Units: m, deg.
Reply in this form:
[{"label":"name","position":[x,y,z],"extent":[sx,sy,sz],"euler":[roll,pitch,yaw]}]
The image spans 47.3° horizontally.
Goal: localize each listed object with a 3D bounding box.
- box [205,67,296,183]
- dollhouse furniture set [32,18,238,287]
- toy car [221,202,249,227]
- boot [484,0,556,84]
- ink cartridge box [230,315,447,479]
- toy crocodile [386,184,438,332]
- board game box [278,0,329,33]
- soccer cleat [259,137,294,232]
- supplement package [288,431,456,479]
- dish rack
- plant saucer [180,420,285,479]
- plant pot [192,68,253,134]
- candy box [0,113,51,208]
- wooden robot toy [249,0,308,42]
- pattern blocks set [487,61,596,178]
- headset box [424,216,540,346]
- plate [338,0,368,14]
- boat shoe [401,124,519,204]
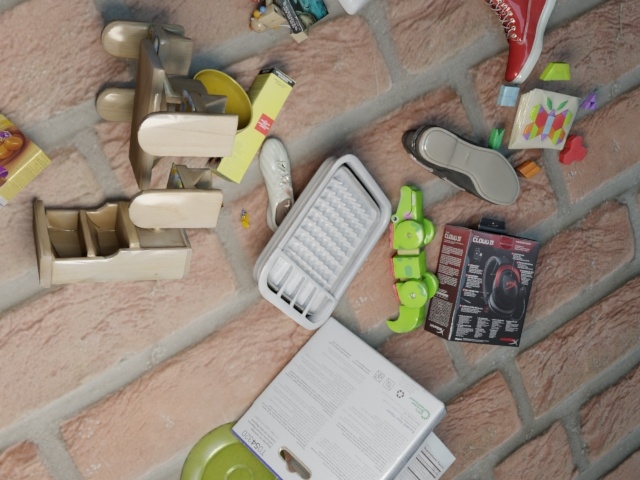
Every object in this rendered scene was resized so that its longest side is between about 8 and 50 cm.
[{"label":"box","position":[-0.140,-0.228,1.448],"extent":[0.058,0.087,0.232],"euler":[32,83,-27]},{"label":"dollhouse furniture set","position":[-0.339,-0.132,1.230],"extent":[0.256,0.362,0.394],"euler":[-2,127,-26]},{"label":"toy car","position":[-0.201,-0.064,1.483],"extent":[0.122,0.060,0.041],"euler":[41,35,-42]},{"label":"boot","position":[0.430,-0.497,1.689],"extent":[0.176,0.088,0.244],"euler":[15,91,-20]},{"label":"ink cartridge box","position":[0.035,0.374,1.512],"extent":[0.330,0.324,0.071],"euler":[-48,149,-10]},{"label":"toy crocodile","position":[0.200,0.044,1.653],"extent":[0.115,0.105,0.341],"euler":[-26,114,-64]},{"label":"board game box","position":[-0.057,-0.512,1.437],"extent":[0.186,0.026,0.126],"euler":[62,38,-19]},{"label":"soccer cleat","position":[-0.083,-0.112,1.498],"extent":[0.068,0.076,0.196],"euler":[-8,101,-25]},{"label":"supplement package","position":[0.112,0.488,1.620],"extent":[0.263,0.199,0.198],"euler":[-46,114,-12]},{"label":"dish rack","position":[0.000,0.000,1.515],"extent":[0.333,0.072,0.285],"euler":[-56,143,-8]},{"label":"plant saucer","position":[-0.180,0.511,1.574],"extent":[0.240,0.037,0.241],"euler":[-4,100,-26]},{"label":"plant pot","position":[-0.208,-0.239,1.376],"extent":[0.134,0.095,0.134],"euler":[24,50,-32]},{"label":"candy box","position":[-0.571,-0.113,1.248],"extent":[0.109,0.053,0.187],"euler":[41,77,12]},{"label":"wooden robot toy","position":[-0.105,-0.444,1.449],"extent":[0.173,0.079,0.076],"euler":[18,56,-50]},{"label":"pattern blocks set","position":[0.541,-0.285,1.755],"extent":[0.324,0.026,0.286],"euler":[-13,121,-25]},{"label":"headset box","position":[0.389,0.094,1.742],"extent":[0.218,0.110,0.293],"euler":[8,95,-27]},{"label":"plate","position":[0.086,-0.663,1.511],"extent":[0.278,0.045,0.277],"euler":[-44,114,-13]},{"label":"boat shoe","position":[0.329,-0.180,1.691],"extent":[0.335,0.095,0.112],"euler":[24,91,-32]}]
